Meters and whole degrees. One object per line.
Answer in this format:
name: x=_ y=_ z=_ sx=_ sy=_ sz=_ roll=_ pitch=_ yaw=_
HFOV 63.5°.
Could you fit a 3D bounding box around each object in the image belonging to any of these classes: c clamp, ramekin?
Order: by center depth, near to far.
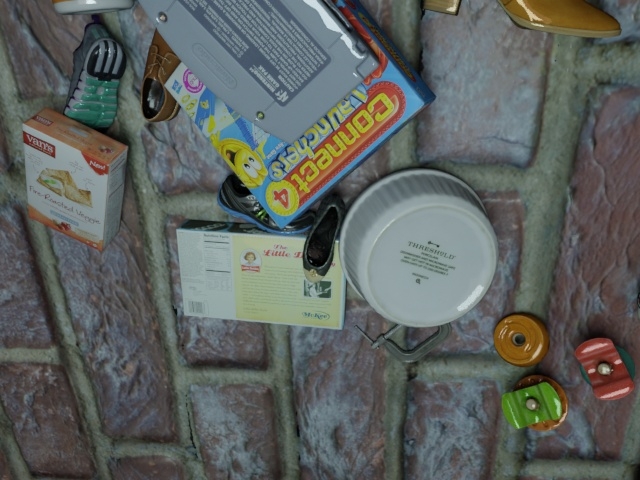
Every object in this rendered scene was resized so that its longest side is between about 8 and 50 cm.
ramekin: x=0.169 y=0.023 z=0.871 sx=0.272 sy=0.127 sz=0.273 roll=-1 pitch=111 yaw=-4
c clamp: x=0.171 y=0.183 z=1.027 sx=0.160 sy=0.022 sz=0.137 roll=-37 pitch=103 yaw=21

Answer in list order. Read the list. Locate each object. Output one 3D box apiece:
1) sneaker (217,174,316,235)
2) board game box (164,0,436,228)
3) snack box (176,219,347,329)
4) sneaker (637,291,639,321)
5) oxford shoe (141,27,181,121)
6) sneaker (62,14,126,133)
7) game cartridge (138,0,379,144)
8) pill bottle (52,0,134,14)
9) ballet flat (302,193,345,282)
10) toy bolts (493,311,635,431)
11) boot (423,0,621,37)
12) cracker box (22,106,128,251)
sneaker: x=-0.096 y=-0.066 z=0.935 sx=0.188 sy=0.067 sz=0.078 roll=21 pitch=121 yaw=3
board game box: x=-0.041 y=-0.228 z=0.792 sx=0.308 sy=0.086 sz=0.302 roll=-39 pitch=90 yaw=30
snack box: x=-0.109 y=0.065 z=0.997 sx=0.321 sy=0.060 sz=0.187 roll=4 pitch=112 yaw=7
sneaker: x=0.704 y=0.098 z=0.872 sx=0.330 sy=0.123 sz=0.146 roll=1 pitch=131 yaw=7
oxford shoe: x=-0.254 y=-0.296 z=0.857 sx=0.075 sy=0.076 sz=0.213 roll=18 pitch=113 yaw=3
sneaker: x=-0.400 y=-0.274 z=0.903 sx=0.224 sy=0.083 sz=0.098 roll=-47 pitch=60 yaw=35
game cartridge: x=-0.090 y=-0.275 z=0.670 sx=0.196 sy=0.060 sz=0.294 roll=-37 pitch=111 yaw=26
pill bottle: x=-0.364 y=-0.460 z=0.776 sx=0.121 sy=0.121 sz=0.216 roll=-2 pitch=112 yaw=10
ballet flat: x=0.000 y=0.000 z=0.895 sx=0.057 sy=0.049 sz=0.173 roll=17 pitch=115 yaw=6
toy bolts: x=0.456 y=0.233 z=0.974 sx=0.228 sy=0.158 sz=0.219 roll=-23 pitch=68 yaw=27
boot: x=0.297 y=-0.405 z=0.709 sx=0.294 sy=0.104 sz=0.212 roll=15 pitch=115 yaw=7
cracker box: x=-0.443 y=-0.102 z=0.936 sx=0.155 sy=0.067 sz=0.232 roll=25 pitch=133 yaw=-2
